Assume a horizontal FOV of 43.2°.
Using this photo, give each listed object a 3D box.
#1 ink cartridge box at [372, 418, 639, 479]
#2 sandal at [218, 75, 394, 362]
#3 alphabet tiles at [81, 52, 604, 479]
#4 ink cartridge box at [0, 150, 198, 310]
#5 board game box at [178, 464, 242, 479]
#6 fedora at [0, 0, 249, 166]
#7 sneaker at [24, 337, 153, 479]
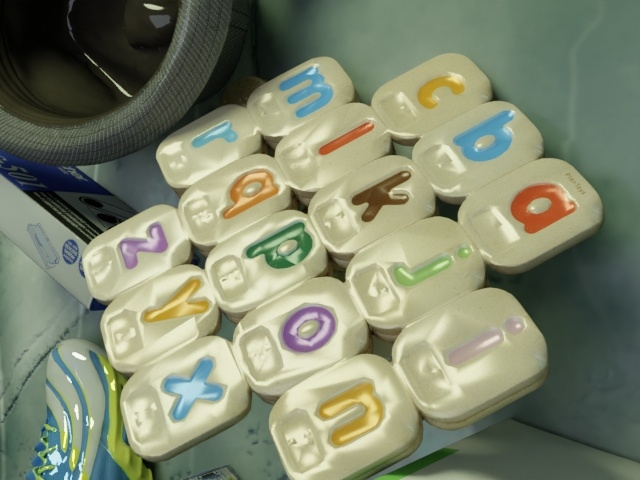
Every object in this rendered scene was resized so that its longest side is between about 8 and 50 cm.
[{"bbox_3d":[0.082,0.251,0.407,0.115,0.198,0.272,13,97,34],"label":"ink cartridge box"},{"bbox_3d":[-0.028,-0.013,0.556,0.088,0.079,0.240,-36,70,29],"label":"sandal"},{"bbox_3d":[0.000,0.000,0.472,0.278,0.021,0.284,-29,49,-1],"label":"alphabet tiles"},{"bbox_3d":[-0.207,-0.016,0.669,0.207,0.097,0.046,33,108,30],"label":"ink cartridge box"},{"bbox_3d":[-0.045,0.299,0.579,0.194,0.060,0.194,26,104,33],"label":"board game box"},{"bbox_3d":[-0.164,-0.177,0.623,0.276,0.124,0.243,2,93,26],"label":"fedora"},{"bbox_3d":[-0.199,0.195,0.645,0.091,0.126,0.240,-31,73,30],"label":"sneaker"}]
